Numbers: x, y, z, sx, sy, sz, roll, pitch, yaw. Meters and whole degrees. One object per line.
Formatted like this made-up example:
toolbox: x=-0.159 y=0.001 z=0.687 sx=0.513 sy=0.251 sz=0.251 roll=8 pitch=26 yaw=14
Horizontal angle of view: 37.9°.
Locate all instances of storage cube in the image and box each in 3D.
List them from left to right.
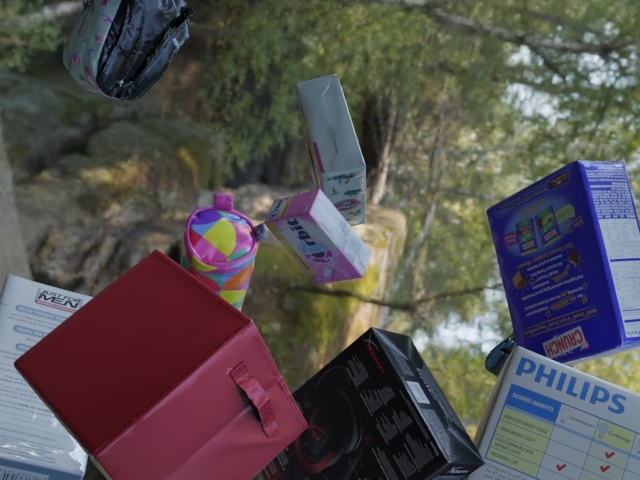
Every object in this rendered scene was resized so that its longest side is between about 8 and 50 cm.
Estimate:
storage cube: x=-0.164 y=0.161 z=0.970 sx=0.193 sy=0.215 sz=0.184 roll=-41 pitch=133 yaw=-20

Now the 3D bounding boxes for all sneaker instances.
sneaker: x=0.472 y=0.207 z=1.955 sx=0.341 sy=0.140 sz=0.125 roll=-42 pitch=-179 yaw=-36

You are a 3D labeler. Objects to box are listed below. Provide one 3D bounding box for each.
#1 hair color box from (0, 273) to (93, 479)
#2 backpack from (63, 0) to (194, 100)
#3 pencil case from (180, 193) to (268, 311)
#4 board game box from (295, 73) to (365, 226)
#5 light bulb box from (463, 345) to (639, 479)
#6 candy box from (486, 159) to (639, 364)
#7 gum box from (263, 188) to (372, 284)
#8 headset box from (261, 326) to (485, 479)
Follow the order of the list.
hair color box: x=-0.449 y=0.232 z=1.465 sx=0.374 sy=0.185 sz=0.114 roll=-95 pitch=-152 yaw=-52
backpack: x=-0.287 y=-0.295 z=1.354 sx=0.152 sy=0.115 sz=0.182 roll=23 pitch=92 yaw=-52
pencil case: x=-0.137 y=0.048 z=1.211 sx=0.236 sy=0.104 sz=0.104 roll=110 pitch=-11 yaw=-53
board game box: x=0.026 y=-0.181 z=2.015 sx=0.303 sy=0.097 sz=0.224 roll=80 pitch=-4 yaw=-68
light bulb box: x=0.374 y=0.402 z=1.349 sx=0.225 sy=0.358 sz=0.361 roll=82 pitch=31 yaw=-69
candy box: x=0.439 y=0.053 z=1.633 sx=0.268 sy=0.122 sz=0.317 roll=-33 pitch=-118 yaw=59
gum box: x=0.000 y=0.000 z=1.681 sx=0.107 sy=0.188 sz=0.062 roll=-11 pitch=-138 yaw=38
headset box: x=0.043 y=0.296 z=1.292 sx=0.293 sy=0.110 sz=0.218 roll=-43 pitch=-123 yaw=20
